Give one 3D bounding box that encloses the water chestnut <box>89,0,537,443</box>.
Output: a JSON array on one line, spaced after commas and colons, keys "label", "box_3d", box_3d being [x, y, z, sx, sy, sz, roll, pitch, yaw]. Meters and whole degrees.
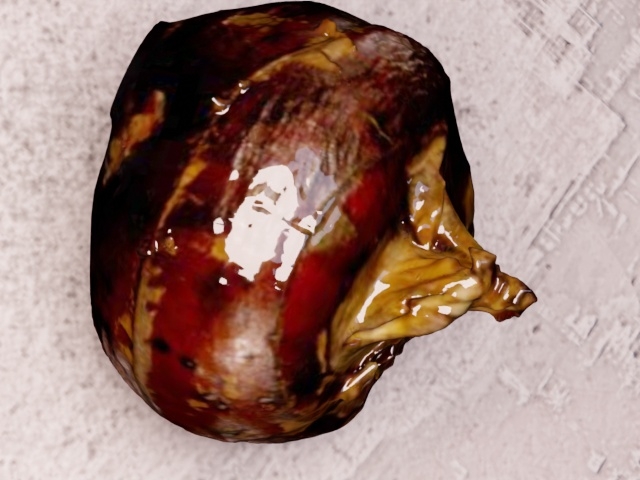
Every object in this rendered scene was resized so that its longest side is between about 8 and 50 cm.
[{"label": "water chestnut", "box_3d": [0.000, 0.000, 1.409, 0.347, 0.335, 0.335, 22, 68, 20]}]
